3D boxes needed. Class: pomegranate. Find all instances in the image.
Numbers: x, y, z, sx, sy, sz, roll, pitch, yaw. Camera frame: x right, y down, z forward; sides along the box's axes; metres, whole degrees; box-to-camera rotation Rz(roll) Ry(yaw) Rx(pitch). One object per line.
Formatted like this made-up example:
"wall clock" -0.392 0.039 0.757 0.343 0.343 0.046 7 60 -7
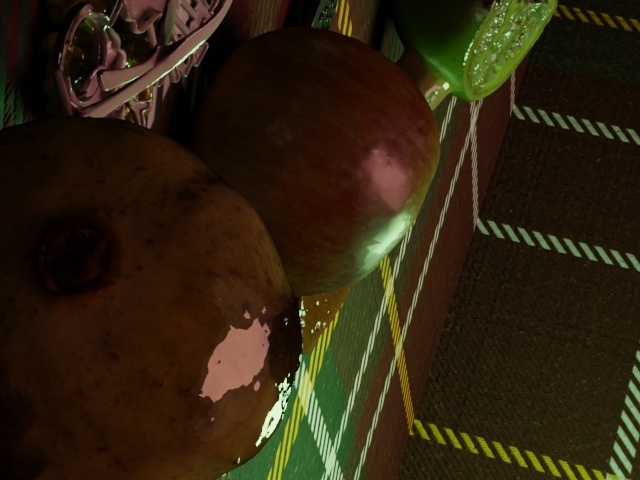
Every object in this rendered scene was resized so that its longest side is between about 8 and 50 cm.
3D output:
"pomegranate" 0.194 -0.343 2.019 0.358 0.216 0.310 -45 164 1
"pomegranate" -0.149 0.059 0.875 0.281 0.281 0.281 14 90 -76

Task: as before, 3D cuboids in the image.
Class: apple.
"apple" -0.003 -0.075 1.388 0.309 0.250 0.278 47 58 -76

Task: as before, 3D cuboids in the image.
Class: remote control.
"remote control" -0.008 -0.275 1.592 0.072 0.042 0.222 51 56 -72

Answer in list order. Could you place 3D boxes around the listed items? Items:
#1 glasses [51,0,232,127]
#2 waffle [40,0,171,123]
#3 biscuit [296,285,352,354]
"glasses" -0.116 -0.151 1.008 0.162 0.095 0.255 78 32 -58
"waffle" -0.171 -0.146 1.074 0.194 0.051 0.149 -20 124 -73
"biscuit" -0.002 0.000 1.868 0.277 0.052 0.262 -55 150 -53
